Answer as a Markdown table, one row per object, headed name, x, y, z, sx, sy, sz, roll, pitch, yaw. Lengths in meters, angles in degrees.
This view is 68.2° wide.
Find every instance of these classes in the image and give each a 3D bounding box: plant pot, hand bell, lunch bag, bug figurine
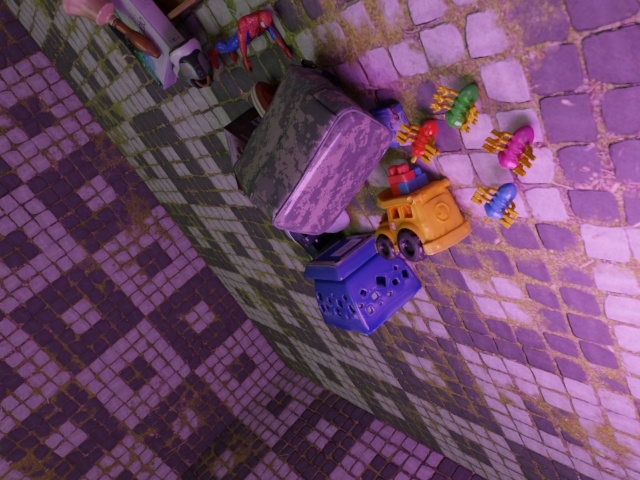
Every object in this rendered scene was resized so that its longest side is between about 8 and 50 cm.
| name | x | y | z | sx | sy | sz | roll | pitch | yaw |
| --- | --- | --- | --- | --- | --- | --- | --- | --- | --- |
| plant pot | 0.108 | 0.110 | 1.382 | 0.236 | 0.236 | 0.212 | -4 | 119 | 60 |
| hand bell | -0.522 | -0.558 | 1.228 | 0.242 | 0.126 | 0.126 | 38 | 157 | -10 |
| lunch bag | -0.037 | -0.201 | 1.007 | 0.256 | 0.305 | 0.213 | 45 | -158 | 29 |
| bug figurine | 0.278 | -0.161 | 0.864 | 0.279 | 0.072 | 0.216 | 44 | 150 | 16 |

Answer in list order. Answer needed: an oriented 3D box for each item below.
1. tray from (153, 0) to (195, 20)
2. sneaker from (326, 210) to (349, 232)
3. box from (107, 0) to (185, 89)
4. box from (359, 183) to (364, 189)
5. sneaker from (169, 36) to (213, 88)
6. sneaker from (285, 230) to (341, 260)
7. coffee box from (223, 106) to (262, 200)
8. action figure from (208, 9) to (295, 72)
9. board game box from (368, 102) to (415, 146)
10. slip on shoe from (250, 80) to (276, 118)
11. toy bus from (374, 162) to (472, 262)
| name | x | y | z | sx | sy | sz | roll | pitch | yaw |
| --- | --- | --- | --- | --- | --- | --- | --- | --- | --- |
| tray | -0.435 | -0.675 | 1.224 | 0.411 | 0.076 | 0.202 | 12 | 139 | 53 |
| sneaker | -0.020 | -0.129 | 1.362 | 0.269 | 0.101 | 0.153 | 28 | -146 | -44 |
| box | -0.512 | -0.604 | 1.300 | 0.322 | 0.058 | 0.232 | 51 | 156 | -6 |
| box | 0.001 | -0.191 | 1.250 | 0.232 | 0.087 | 0.058 | 36 | 154 | 25 |
| sneaker | -0.340 | -0.457 | 1.290 | 0.107 | 0.100 | 0.271 | 57 | 178 | -12 |
| sneaker | 0.000 | 0.000 | 1.506 | 0.128 | 0.126 | 0.321 | 26 | 160 | 47 |
| coffee box | -0.174 | -0.228 | 1.435 | 0.168 | 0.119 | 0.297 | 38 | 155 | 21 |
| action figure | -0.166 | -0.446 | 1.123 | 0.280 | 0.092 | 0.139 | -3 | 120 | 61 |
| board game box | 0.150 | -0.243 | 1.006 | 0.090 | 0.020 | 0.090 | 8 | 136 | 55 |
| slip on shoe | -0.042 | -0.290 | 1.166 | 0.331 | 0.123 | 0.101 | 46 | 122 | 14 |
| toy bus | 0.198 | -0.071 | 1.068 | 0.220 | 0.150 | 0.211 | -4 | 112 | 63 |
